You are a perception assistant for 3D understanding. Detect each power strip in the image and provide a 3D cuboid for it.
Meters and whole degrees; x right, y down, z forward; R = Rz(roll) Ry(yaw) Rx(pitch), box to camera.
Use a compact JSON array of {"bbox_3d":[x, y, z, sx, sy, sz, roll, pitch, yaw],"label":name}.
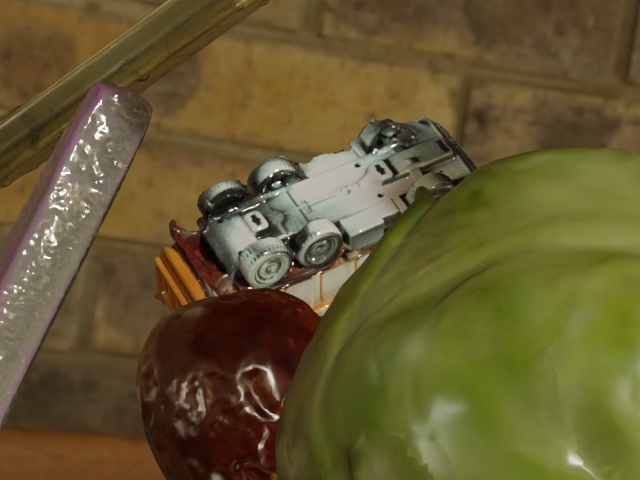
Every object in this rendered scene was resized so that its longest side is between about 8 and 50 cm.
[{"bbox_3d":[-0.156,-0.123,1.302,0.305,0.044,0.064,-33,0,23],"label":"power strip"}]

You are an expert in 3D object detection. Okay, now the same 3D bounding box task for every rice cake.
[{"bbox_3d":[-0.126,0.024,0.739,0.036,0.207,0.047,27,-20,-8],"label":"rice cake"}]

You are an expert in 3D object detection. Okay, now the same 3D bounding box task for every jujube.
[{"bbox_3d":[-0.044,0.152,1.276,0.168,0.236,0.168,-15,3,1],"label":"jujube"}]

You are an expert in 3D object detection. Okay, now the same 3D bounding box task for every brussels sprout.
[{"bbox_3d":[0.127,0.109,0.748,0.328,0.247,0.328,25,-27,14],"label":"brussels sprout"}]

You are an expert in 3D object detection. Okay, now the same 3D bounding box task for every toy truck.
[{"bbox_3d":[0.000,0.000,1.458,0.270,0.135,0.114,-22,53,-18],"label":"toy truck"}]
